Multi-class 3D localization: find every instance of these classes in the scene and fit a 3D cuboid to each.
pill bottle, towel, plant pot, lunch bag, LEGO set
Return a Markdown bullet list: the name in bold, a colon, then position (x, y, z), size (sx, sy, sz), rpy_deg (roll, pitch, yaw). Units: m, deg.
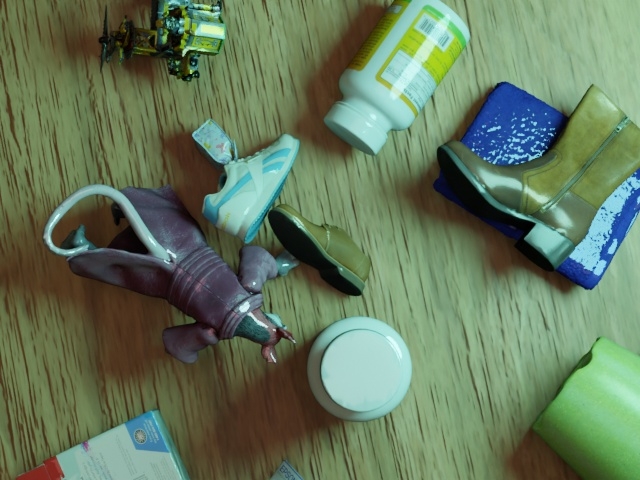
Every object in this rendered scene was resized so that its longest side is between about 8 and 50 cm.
- **pill bottle**: position (0.115, -0.261, 1.642), size (0.136, 0.136, 0.246), rpy_deg (35, 85, 2)
- **towel**: position (0.358, -0.089, 1.666), size (0.308, 0.076, 0.228), rpy_deg (34, 78, 3)
- **plant pot**: position (0.470, 0.286, 1.549), size (0.254, 0.276, 0.276), rpy_deg (38, 85, 14)
- **pill bottle**: position (0.055, 0.188, 1.528), size (0.152, 0.272, 0.152), rpy_deg (0, 85, -1)
- **lunch bag**: position (-0.160, -0.146, 1.659), size (0.053, 0.071, 0.083), rpy_deg (-40, 83, -7)
- **LEGO set**: position (-0.270, -0.419, 1.590), size (0.192, 0.255, 0.331), rpy_deg (2, 96, -28)

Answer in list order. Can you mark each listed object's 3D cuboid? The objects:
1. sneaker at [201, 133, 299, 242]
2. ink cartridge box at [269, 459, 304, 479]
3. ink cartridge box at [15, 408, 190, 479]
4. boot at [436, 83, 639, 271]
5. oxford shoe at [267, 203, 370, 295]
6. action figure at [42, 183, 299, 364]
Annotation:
- **sneaker**: position (-0.102, -0.099, 1.604), size (0.092, 0.087, 0.229), rpy_deg (27, 45, 2)
- **ink cartridge box**: position (-0.062, 0.464, 1.546), size (0.208, 0.206, 0.045), rpy_deg (-50, 126, -3)
- **ink cartridge box**: position (-0.333, 0.370, 1.602), size (0.231, 0.078, 0.134), rpy_deg (-25, 85, -3)
- **boot**: position (0.349, -0.137, 1.587), size (0.264, 0.096, 0.280), rpy_deg (40, 78, 4)
- **oxford shoe**: position (0.000, 0.000, 1.620), size (0.212, 0.076, 0.076), rpy_deg (42, 63, -33)
- **action figure**: position (-0.184, 0.044, 1.553), size (0.370, 0.276, 0.248), rpy_deg (34, 79, 16)
